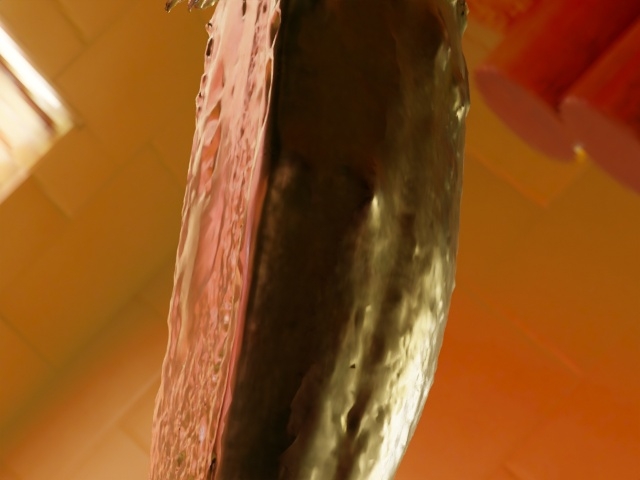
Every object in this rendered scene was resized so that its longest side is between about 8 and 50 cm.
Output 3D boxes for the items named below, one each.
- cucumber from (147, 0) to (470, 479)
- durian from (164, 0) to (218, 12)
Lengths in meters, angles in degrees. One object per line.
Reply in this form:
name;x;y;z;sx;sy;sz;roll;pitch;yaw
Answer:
cucumber;0.003;-0.001;0.548;0.105;0.325;0.145;17;148;-15
durian;-0.029;-0.206;0.731;0.108;0.187;0.119;53;177;6
